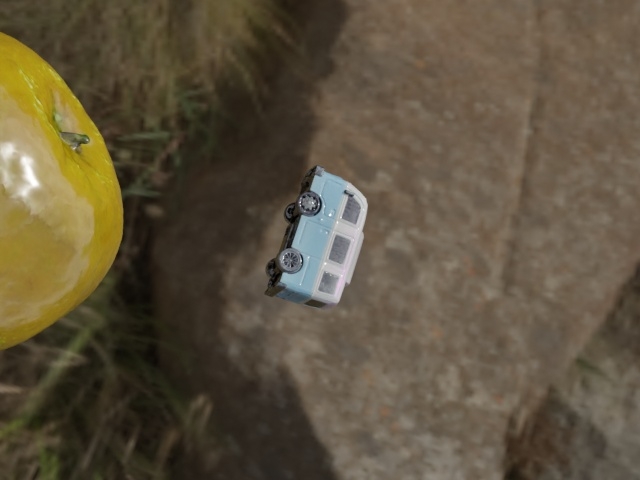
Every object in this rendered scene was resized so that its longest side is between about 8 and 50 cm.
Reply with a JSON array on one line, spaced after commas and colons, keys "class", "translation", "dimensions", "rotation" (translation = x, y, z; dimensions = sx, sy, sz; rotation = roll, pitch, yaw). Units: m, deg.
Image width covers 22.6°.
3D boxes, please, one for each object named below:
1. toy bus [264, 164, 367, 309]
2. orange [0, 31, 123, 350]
[{"class": "toy bus", "translation": [0.000, 0.000, 1.486], "dimensions": [0.075, 0.060, 0.123], "rotation": [21, 75, -10]}, {"class": "orange", "translation": [-0.298, -0.042, 1.320], "dimensions": [0.235, 0.279, 0.279], "rotation": [-28, 123, 10]}]
